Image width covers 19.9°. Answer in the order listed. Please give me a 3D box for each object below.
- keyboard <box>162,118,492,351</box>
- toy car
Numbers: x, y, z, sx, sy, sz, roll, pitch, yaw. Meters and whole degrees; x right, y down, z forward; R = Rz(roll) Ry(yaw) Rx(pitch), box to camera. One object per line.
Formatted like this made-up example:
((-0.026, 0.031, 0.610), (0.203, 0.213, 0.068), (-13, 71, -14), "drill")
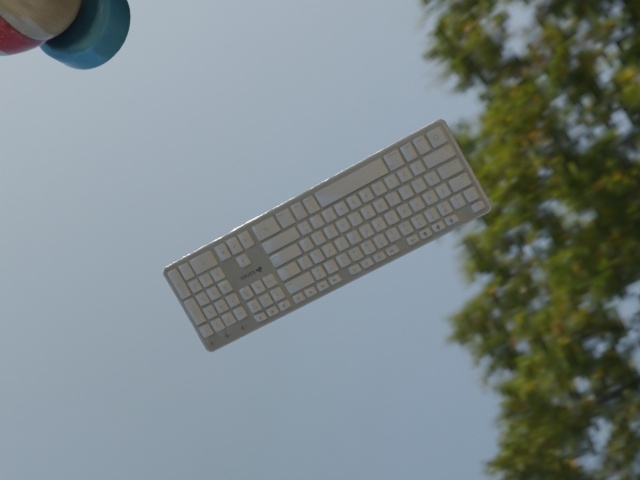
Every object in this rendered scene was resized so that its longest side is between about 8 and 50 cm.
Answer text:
((0.000, 0.000, 1.289), (0.072, 0.256, 0.014), (58, -152, -9), "keyboard")
((-0.304, -0.209, 1.360), (0.219, 0.238, 0.210), (26, -134, -58), "toy car")
